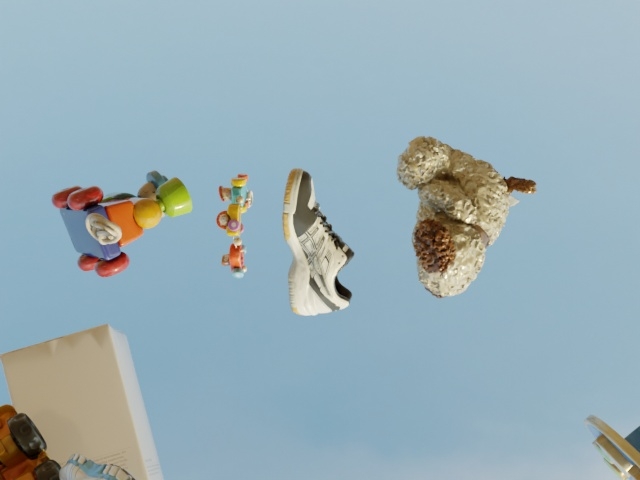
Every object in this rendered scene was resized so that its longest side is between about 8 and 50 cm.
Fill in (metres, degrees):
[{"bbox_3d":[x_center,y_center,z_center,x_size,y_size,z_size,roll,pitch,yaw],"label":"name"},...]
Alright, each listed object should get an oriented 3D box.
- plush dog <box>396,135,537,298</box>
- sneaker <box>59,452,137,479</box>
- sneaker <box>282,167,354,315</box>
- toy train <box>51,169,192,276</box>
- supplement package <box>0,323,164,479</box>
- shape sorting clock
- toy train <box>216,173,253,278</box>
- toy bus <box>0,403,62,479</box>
[{"bbox_3d":[0.223,-0.014,1.594,0.211,0.262,0.225,12,-111,22],"label":"plush dog"},{"bbox_3d":[-0.275,0.303,1.148,0.083,0.071,0.191,-49,-161,-28],"label":"sneaker"},{"bbox_3d":[0.000,0.000,0.533,0.037,0.083,0.032,-2,-159,10],"label":"sneaker"},{"bbox_3d":[-0.213,-0.030,1.154,0.143,0.105,0.248,-25,-166,-24],"label":"toy train"},{"bbox_3d":[-0.370,0.301,1.567,0.178,0.175,0.292,-16,-100,-4],"label":"supplement package"},{"bbox_3d":[0.262,0.207,0.702,0.040,0.206,0.206,-40,-131,-3],"label":"shape sorting clock"},{"bbox_3d":[-0.145,-0.028,1.622,0.046,0.125,0.166,1,-121,4],"label":"toy train"},{"bbox_3d":[-0.409,0.369,1.374,0.149,0.211,0.220,-36,-124,-12],"label":"toy bus"}]
